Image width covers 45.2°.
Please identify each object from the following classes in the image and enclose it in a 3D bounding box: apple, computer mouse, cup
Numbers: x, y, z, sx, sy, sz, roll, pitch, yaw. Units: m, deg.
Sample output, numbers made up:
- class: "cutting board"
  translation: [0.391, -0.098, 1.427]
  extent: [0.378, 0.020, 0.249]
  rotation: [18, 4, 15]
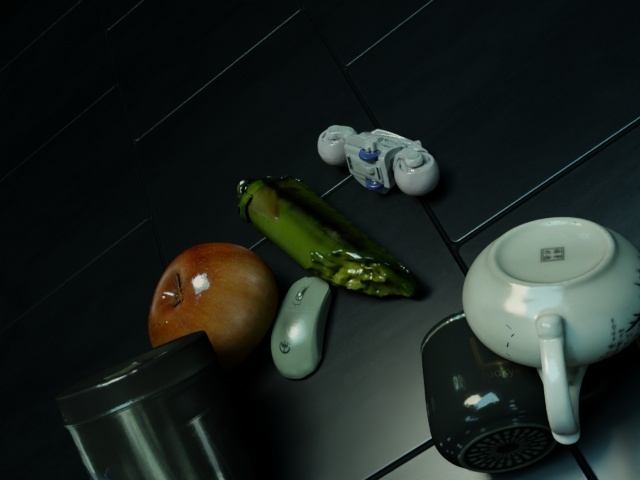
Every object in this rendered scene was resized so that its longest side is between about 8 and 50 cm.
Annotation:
- class: "apple"
  translation: [-0.185, 0.111, 1.266]
  extent: [0.210, 0.173, 0.235]
  rotation: [24, 83, 51]
- class: "computer mouse"
  translation: [-0.032, 0.129, 1.237]
  extent: [0.089, 0.056, 0.181]
  rotation: [0, 63, 31]
- class: "cup"
  translation: [0.235, 0.175, 0.954]
  extent: [0.223, 0.169, 0.176]
  rotation: [-18, 45, 8]

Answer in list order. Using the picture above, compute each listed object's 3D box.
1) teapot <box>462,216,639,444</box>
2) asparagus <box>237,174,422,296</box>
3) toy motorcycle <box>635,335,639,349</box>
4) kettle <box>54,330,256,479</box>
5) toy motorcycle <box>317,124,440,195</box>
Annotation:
- class: "teapot"
  translation: [0.264, 0.079, 0.869]
  extent: [0.208, 0.166, 0.299]
  rotation: [5, 46, 15]
- class: "asparagus"
  translation: [0.000, 0.000, 1.253]
  extent: [0.382, 0.128, 0.108]
  rotation: [39, 125, 42]
- class: "toy motorcycle"
  translation: [0.491, 0.035, 0.824]
  extent: [0.326, 0.200, 0.191]
  rotation: [-27, 51, 17]
- class: "kettle"
  translation: [-0.232, 0.332, 1.120]
  extent: [0.321, 0.228, 0.324]
  rotation: [-22, 92, 45]
- class: "toy motorcycle"
  translation: [0.103, -0.143, 1.292]
  extent: [0.254, 0.112, 0.112]
  rotation: [27, 80, 42]
